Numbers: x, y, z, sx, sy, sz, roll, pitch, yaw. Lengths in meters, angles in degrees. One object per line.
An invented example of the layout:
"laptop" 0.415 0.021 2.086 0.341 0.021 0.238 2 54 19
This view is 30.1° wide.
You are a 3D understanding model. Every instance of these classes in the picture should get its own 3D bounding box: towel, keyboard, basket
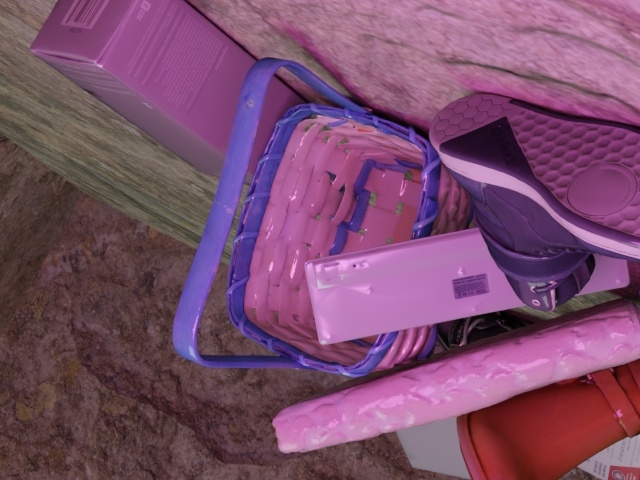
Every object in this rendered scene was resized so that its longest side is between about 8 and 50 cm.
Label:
"towel" 0.147 0.127 1.148 0.331 0.053 0.317 -19 174 12
"keyboard" 0.118 0.027 0.952 0.256 0.072 0.014 -11 -161 1
"basket" 0.000 0.000 1.047 0.201 0.255 0.289 17 178 33

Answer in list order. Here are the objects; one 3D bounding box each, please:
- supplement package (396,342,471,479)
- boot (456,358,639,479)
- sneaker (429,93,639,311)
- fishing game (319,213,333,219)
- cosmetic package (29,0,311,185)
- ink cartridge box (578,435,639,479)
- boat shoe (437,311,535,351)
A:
"supplement package" 0.268 0.301 2.068 0.261 0.145 0.204 5 132 38
"boot" 0.253 0.177 1.113 0.220 0.109 0.283 -19 178 17
"sneaker" 0.187 -0.005 0.829 0.226 0.086 0.163 34 160 49
"fishing game" -0.042 -0.056 1.663 0.189 0.041 0.264 29 173 -27
"cosmetic package" -0.133 -0.148 1.108 0.127 0.107 0.238 16 163 47
"ink cartridge box" 0.353 0.207 1.507 0.176 0.127 0.128 25 141 27
"boat shoe" 0.241 0.159 1.771 0.119 0.121 0.335 26 176 -15
